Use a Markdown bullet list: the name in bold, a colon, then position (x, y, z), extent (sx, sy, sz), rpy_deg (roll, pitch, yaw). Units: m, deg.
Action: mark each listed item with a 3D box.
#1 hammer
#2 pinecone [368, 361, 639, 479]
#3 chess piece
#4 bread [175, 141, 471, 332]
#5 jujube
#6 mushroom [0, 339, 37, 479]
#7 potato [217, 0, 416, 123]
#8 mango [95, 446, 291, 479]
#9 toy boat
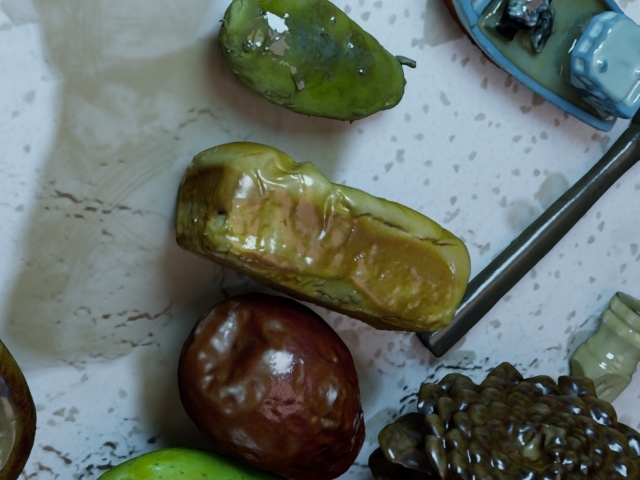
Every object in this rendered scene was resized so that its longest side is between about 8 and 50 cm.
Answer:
- **hammer**: position (0.283, -0.024, 1.215), extent (0.440, 0.044, 0.168), rpy_deg (-42, 118, -7)
- **pinecone**: position (0.210, 0.351, 1.145), extent (0.384, 0.384, 0.384), rpy_deg (-8, 110, -23)
- **chess piece**: position (0.368, 0.171, 1.305), extent (0.090, 0.090, 0.200), rpy_deg (22, 108, -29)
- **bread**: position (0.000, 0.000, 1.015), extent (0.294, 0.167, 0.132), rpy_deg (24, 88, -24)
- **jujube**: position (-0.041, 0.165, 1.045), extent (0.190, 0.190, 0.255), rpy_deg (-38, 135, -10)
- **mushroom**: position (-0.386, 0.162, 0.894), extent (0.253, 0.153, 0.253), rpy_deg (-9, 110, -25)
- **potato**: position (-0.002, -0.182, 0.999), extent (0.225, 0.090, 0.117), rpy_deg (15, 94, -35)
- **mango**: position (-0.104, 0.345, 1.068), extent (0.225, 0.201, 0.382), rpy_deg (-51, 133, 6)
- **toy boat**: position (0.247, -0.242, 1.072), extent (0.332, 0.133, 0.145), rpy_deg (32, 93, -30)
